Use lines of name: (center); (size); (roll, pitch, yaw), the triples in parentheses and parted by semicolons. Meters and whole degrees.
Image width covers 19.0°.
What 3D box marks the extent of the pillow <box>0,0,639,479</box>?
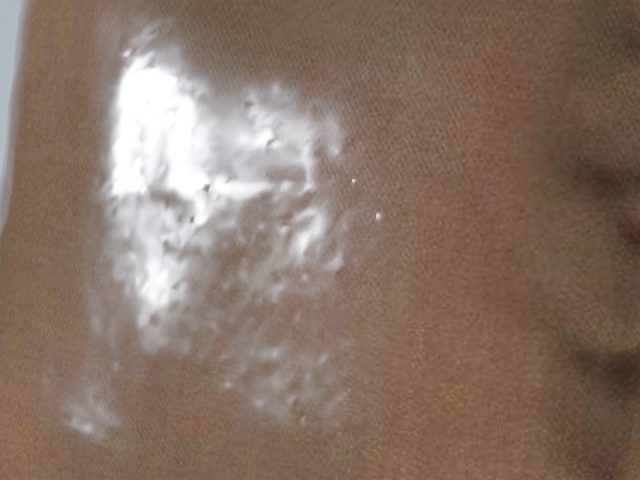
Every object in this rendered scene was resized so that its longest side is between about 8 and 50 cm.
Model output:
pillow: (0.000, 0.000, 0.667); (0.108, 0.305, 0.308); (-1, 101, -57)
